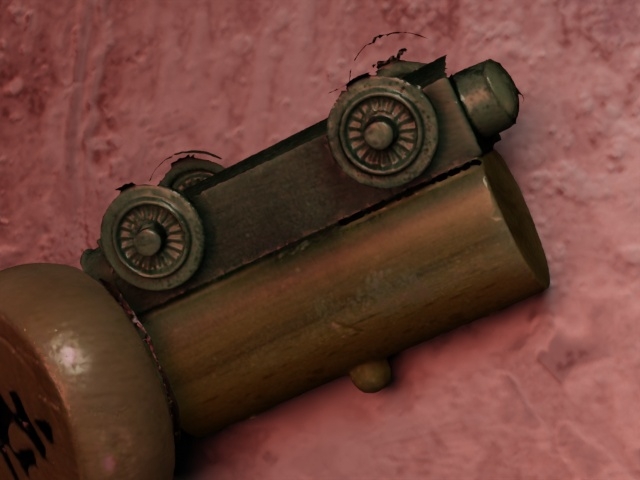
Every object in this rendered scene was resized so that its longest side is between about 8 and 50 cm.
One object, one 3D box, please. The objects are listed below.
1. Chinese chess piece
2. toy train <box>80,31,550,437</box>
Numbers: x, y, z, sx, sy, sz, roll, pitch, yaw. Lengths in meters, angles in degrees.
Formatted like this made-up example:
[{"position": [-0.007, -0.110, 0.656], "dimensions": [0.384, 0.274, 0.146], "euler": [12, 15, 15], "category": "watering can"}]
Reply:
[{"position": [-0.171, 0.108, 1.146], "dimensions": [0.188, 0.083, 0.188], "euler": [29, 130, 43], "category": "Chinese chess piece"}, {"position": [0.002, 0.000, 1.139], "dimensions": [0.307, 0.126, 0.189], "euler": [-25, 103, 17], "category": "toy train"}]
